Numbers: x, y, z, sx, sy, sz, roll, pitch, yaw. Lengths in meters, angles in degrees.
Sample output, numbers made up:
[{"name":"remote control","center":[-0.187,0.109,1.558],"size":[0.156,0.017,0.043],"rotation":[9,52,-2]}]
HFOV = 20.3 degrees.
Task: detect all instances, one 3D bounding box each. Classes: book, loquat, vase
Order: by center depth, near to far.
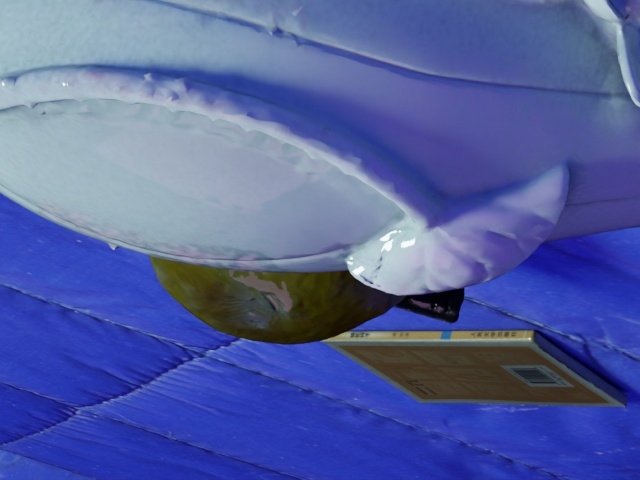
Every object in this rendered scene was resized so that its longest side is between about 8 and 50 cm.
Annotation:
[{"name":"vase","center":[0.070,-0.086,0.793],"size":[0.445,0.250,0.250],"rotation":[8,162,5]},{"name":"loquat","center":[-0.026,0.000,1.236],"size":[0.195,0.152,0.152],"rotation":[23,164,10]},{"name":"book","center":[0.142,0.119,1.665],"size":[0.241,0.018,0.170],"rotation":[-2,155,40]}]

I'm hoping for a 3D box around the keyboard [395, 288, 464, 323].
[{"name":"keyboard","center":[0.000,0.000,1.334],"size":[0.231,0.072,0.023],"rotation":[16,150,-4]}]
